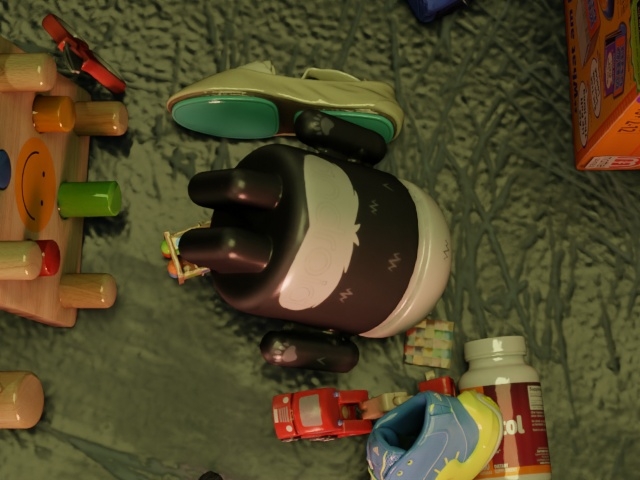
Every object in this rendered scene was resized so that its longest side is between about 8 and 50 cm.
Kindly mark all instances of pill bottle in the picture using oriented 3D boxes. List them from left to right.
[{"bbox_3d":[0.186,0.177,1.852,0.086,0.086,0.152,-6,80,-4],"label":"pill bottle"}]

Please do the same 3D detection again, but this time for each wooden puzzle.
[{"bbox_3d":[0.113,0.107,1.900,0.049,0.006,0.083,7,80,-2],"label":"wooden puzzle"}]

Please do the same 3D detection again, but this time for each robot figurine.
[{"bbox_3d":[-0.002,0.002,1.796,0.278,0.173,0.209,14,120,-34],"label":"robot figurine"}]

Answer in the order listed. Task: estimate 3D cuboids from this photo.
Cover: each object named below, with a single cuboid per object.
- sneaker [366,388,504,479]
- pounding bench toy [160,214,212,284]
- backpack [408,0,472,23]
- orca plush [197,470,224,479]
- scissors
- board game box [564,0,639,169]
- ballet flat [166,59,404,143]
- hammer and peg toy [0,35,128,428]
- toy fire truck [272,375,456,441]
[{"bbox_3d":[0.072,0.238,1.790,0.126,0.091,0.240,24,104,-38],"label":"sneaker"},{"bbox_3d":[-0.130,0.008,1.865,0.065,0.083,0.052,-18,82,-6],"label":"pounding bench toy"},{"bbox_3d":[0.147,-0.299,1.925,0.120,0.101,0.098,-26,89,-10],"label":"backpack"},{"bbox_3d":[-0.196,0.350,1.822,0.287,0.102,0.151,-47,41,-19],"label":"orca plush"},{"bbox_3d":[-0.252,-0.189,1.789,0.021,0.297,0.109,-44,89,5],"label":"scissors"},{"bbox_3d":[0.450,-0.283,1.805,0.356,0.356,0.357,-2,80,-4],"label":"board game box"},{"bbox_3d":[-0.035,-0.149,1.908,0.248,0.086,0.086,7,80,-3],"label":"ballet flat"},{"bbox_3d":[-0.294,-0.002,1.770,0.127,0.266,0.361,0,79,16],"label":"hammer and peg toy"},{"bbox_3d":[0.049,0.169,1.821,0.135,0.192,0.047,-13,79,24],"label":"toy fire truck"}]
